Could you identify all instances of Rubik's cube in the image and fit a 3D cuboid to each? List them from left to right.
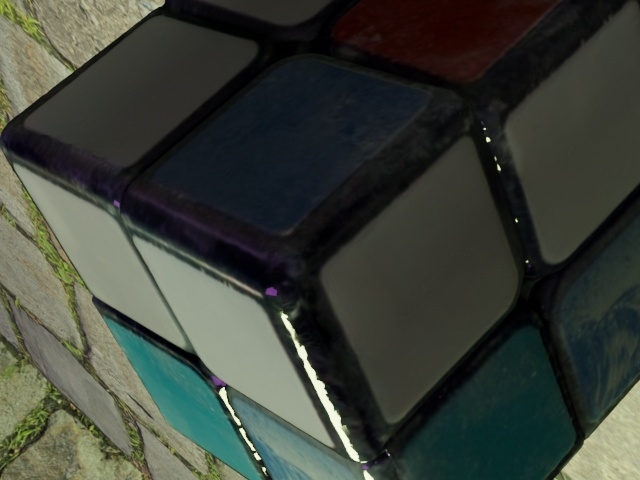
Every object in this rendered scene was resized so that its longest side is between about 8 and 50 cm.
[{"bbox_3d":[0.034,-0.011,0.936,0.316,0.313,0.318,26,150,43],"label":"Rubik's cube"}]
